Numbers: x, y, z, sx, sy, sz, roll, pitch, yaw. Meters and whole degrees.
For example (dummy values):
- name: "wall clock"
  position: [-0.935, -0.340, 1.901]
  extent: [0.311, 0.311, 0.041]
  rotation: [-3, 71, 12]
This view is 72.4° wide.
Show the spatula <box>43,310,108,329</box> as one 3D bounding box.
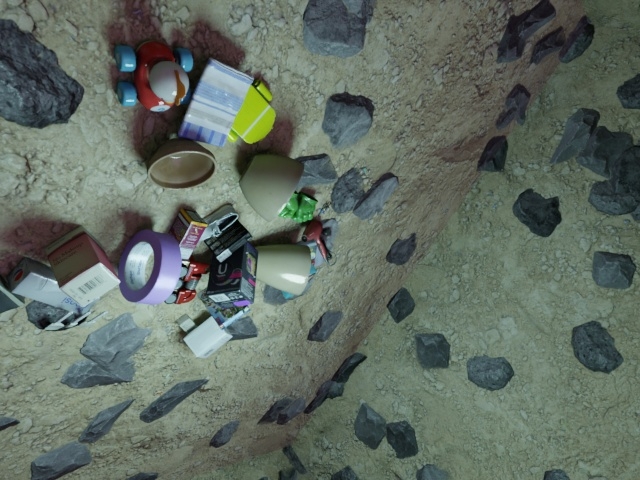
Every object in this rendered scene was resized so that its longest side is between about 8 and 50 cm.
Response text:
- name: "spatula"
  position: [-0.932, 0.307, 1.670]
  extent: [0.242, 0.019, 0.168]
  rotation: [-26, 155, 38]

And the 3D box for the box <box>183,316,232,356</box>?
- name: "box"
  position: [-0.560, 0.486, 2.190]
  extent: [0.182, 0.119, 0.181]
  rotation: [-39, 167, -11]

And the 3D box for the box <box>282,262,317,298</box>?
- name: "box"
  position: [-0.121, 0.226, 2.422]
  extent: [0.100, 0.060, 0.244]
  rotation: [-15, 154, -40]

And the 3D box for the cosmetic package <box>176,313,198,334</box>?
- name: "cosmetic package"
  position: [-0.650, 0.413, 2.144]
  extent: [0.060, 0.041, 0.115]
  rotation: [-36, 143, -16]

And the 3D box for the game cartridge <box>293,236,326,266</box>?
- name: "game cartridge"
  position: [-0.095, 0.087, 2.395]
  extent: [0.294, 0.060, 0.196]
  rotation: [-21, 133, -31]

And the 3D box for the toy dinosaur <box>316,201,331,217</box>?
- name: "toy dinosaur"
  position: [0.019, -0.154, 2.292]
  extent: [0.090, 0.047, 0.082]
  rotation: [-22, 157, -46]

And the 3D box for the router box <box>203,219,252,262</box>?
- name: "router box"
  position: [-0.406, -0.006, 1.917]
  extent: [0.179, 0.133, 0.046]
  rotation: [-39, 143, -11]

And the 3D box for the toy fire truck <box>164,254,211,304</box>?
- name: "toy fire truck"
  position: [-0.564, 0.163, 1.930]
  extent: [0.246, 0.158, 0.217]
  rotation: [11, 116, -38]

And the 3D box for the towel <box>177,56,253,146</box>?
- name: "towel"
  position: [-0.356, -0.464, 1.503]
  extent: [0.209, 0.034, 0.285]
  rotation: [1, 122, -59]

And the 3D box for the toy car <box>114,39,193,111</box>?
- name: "toy car"
  position: [-0.470, -0.468, 1.323]
  extent: [0.219, 0.238, 0.210]
  rotation: [-15, 133, -36]

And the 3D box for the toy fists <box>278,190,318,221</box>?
- name: "toy fists"
  position: [-0.127, -0.162, 2.087]
  extent: [0.279, 0.096, 0.142]
  rotation: [13, 115, -52]

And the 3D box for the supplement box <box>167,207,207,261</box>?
- name: "supplement box"
  position: [-0.553, -0.021, 1.777]
  extent: [0.081, 0.104, 0.188]
  rotation: [13, 114, -51]

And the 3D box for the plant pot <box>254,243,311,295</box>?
- name: "plant pot"
  position: [-0.218, 0.123, 2.138]
  extent: [0.274, 0.256, 0.256]
  rotation: [12, 118, -20]

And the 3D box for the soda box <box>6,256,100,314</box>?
- name: "soda box"
  position: [-0.947, 0.170, 1.567]
  extent: [0.098, 0.091, 0.286]
  rotation: [-46, 145, -2]

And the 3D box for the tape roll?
- name: "tape roll"
  position: [-0.647, 0.101, 1.652]
  extent: [0.090, 0.275, 0.275]
  rotation: [19, 109, -53]

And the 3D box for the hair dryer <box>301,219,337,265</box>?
- name: "hair dryer"
  position: [0.000, 0.000, 2.278]
  extent: [0.080, 0.223, 0.293]
  rotation: [-28, 151, 29]

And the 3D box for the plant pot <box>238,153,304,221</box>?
- name: "plant pot"
  position: [-0.223, -0.244, 1.803]
  extent: [0.191, 0.284, 0.284]
  rotation: [30, 103, -18]

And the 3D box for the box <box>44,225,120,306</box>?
- name: "box"
  position: [-0.817, 0.085, 1.498]
  extent: [0.148, 0.232, 0.127]
  rotation: [-37, 143, -14]

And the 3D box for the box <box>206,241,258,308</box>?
- name: "box"
  position: [-0.385, 0.142, 1.933]
  extent: [0.165, 0.270, 0.143]
  rotation: [-10, 146, 15]

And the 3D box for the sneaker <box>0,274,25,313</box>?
- name: "sneaker"
  position: [-1.092, 0.177, 1.434]
  extent: [0.118, 0.083, 0.222]
  rotation: [-32, 143, -19]

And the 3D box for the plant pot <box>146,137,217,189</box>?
- name: "plant pot"
  position: [-0.495, -0.286, 1.546]
  extent: [0.237, 0.110, 0.237]
  rotation: [-17, 160, -7]

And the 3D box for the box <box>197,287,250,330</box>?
- name: "box"
  position: [-0.457, 0.291, 2.060]
  extent: [0.159, 0.233, 0.044]
  rotation: [-35, 143, -17]

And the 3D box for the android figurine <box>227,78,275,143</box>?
- name: "android figurine"
  position: [-0.279, -0.483, 1.660]
  extent: [0.248, 0.056, 0.273]
  rotation: [-50, 142, 2]

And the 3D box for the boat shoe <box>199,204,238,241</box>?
- name: "boat shoe"
  position: [-0.451, -0.062, 1.862]
  extent: [0.227, 0.081, 0.079]
  rotation: [-39, 144, -11]
